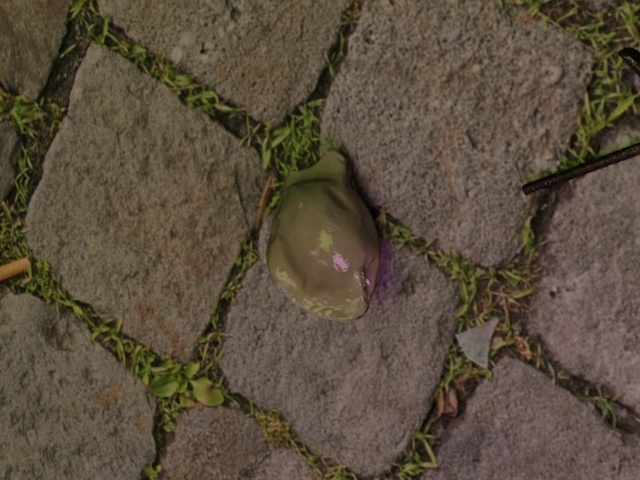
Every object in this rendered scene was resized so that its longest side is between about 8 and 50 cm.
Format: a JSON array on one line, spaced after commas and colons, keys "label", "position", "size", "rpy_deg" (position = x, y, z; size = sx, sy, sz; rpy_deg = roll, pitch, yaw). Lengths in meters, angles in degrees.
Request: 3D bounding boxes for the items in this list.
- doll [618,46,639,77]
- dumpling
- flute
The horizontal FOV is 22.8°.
[{"label": "doll", "position": [0.417, -0.113, 1.440], "size": [0.330, 0.235, 0.174], "rpy_deg": [55, 152, 30]}, {"label": "dumpling", "position": [0.000, 0.000, 1.798], "size": [0.136, 0.118, 0.199], "rpy_deg": [-13, 74, 33]}, {"label": "flute", "position": [0.319, -0.091, 1.620], "size": [0.270, 0.014, 0.014], "rpy_deg": [-20, 91, 35]}]
